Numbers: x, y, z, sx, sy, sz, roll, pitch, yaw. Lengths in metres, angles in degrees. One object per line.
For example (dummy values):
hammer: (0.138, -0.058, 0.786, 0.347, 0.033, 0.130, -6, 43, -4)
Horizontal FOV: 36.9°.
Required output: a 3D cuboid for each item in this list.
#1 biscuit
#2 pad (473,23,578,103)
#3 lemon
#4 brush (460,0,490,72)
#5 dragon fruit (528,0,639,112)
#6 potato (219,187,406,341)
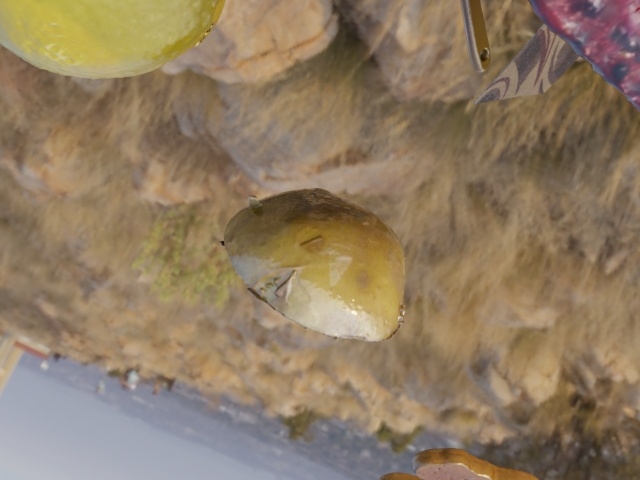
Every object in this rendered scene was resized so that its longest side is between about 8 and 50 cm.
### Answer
biscuit: (0.239, 0.390, 1.471, 0.295, 0.044, 0.186, 27, 135, -24)
pad: (0.413, -0.341, 1.593, 0.004, 0.220, 0.330, 58, 136, 18)
lemon: (-0.220, -0.291, 0.936, 0.293, 0.293, 0.293, 23, 165, 6)
brush: (0.095, -0.186, 0.639, 0.014, 0.043, 0.169, 22, 142, 42)
dragon fruit: (0.217, -0.157, 0.511, 0.317, 0.205, 0.152, 32, 125, -29)
potato: (0.000, 0.000, 1.219, 0.239, 0.115, 0.299, 8, -154, -21)
